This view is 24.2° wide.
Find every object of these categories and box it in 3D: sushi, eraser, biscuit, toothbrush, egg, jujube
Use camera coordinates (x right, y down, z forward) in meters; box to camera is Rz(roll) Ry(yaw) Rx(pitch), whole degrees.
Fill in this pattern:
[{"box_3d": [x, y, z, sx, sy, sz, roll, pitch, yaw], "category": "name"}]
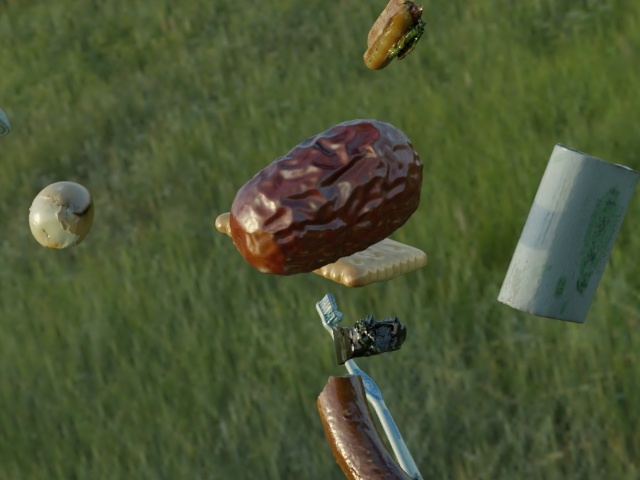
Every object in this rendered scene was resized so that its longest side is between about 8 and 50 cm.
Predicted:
[{"box_3d": [0.075, 0.137, 2.098, 0.083, 0.056, 0.085, 0, -17, -29], "category": "sushi"}, {"box_3d": [0.340, -0.007, 2.035, 0.081, 0.227, 0.174, 24, 8, 42], "category": "eraser"}, {"box_3d": [0.000, -0.001, 1.929, 0.250, 0.030, 0.160, 23, 24, 36], "category": "biscuit"}, {"box_3d": [0.077, 0.248, 2.438, 0.040, 0.040, 0.386, -18, 58, -13], "category": "toothbrush"}, {"box_3d": [-0.287, -0.031, 1.670, 0.071, 0.071, 0.083, -8, 27, 20], "category": "egg"}, {"box_3d": [0.004, -0.036, 1.294, 0.176, 0.112, 0.109, -27, 22, -17], "category": "jujube"}]

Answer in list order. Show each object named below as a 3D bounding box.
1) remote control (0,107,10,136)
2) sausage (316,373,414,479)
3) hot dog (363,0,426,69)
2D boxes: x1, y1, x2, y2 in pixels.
[{"box_3d": [-0.429, -0.097, 1.344, 0.293, 0.103, 0.051, -13, 59, 18], "category": "remote control"}, {"box_3d": [0.089, 0.327, 2.130, 0.103, 0.302, 0.076, -33, -21, -6], "category": "sausage"}, {"box_3d": [0.081, -0.220, 1.589, 0.041, 0.056, 0.133, 17, -23, -10], "category": "hot dog"}]
